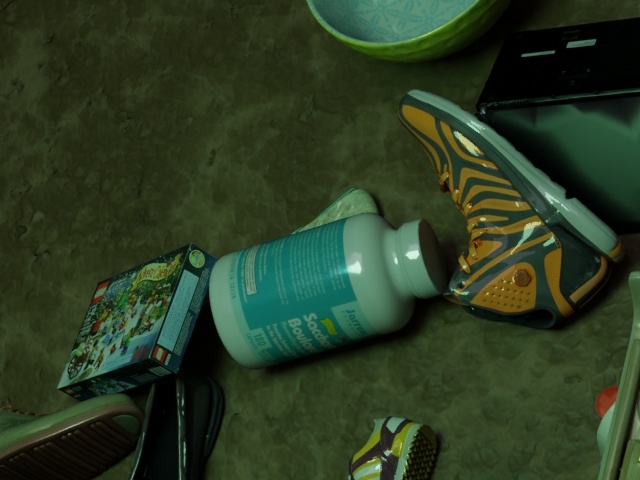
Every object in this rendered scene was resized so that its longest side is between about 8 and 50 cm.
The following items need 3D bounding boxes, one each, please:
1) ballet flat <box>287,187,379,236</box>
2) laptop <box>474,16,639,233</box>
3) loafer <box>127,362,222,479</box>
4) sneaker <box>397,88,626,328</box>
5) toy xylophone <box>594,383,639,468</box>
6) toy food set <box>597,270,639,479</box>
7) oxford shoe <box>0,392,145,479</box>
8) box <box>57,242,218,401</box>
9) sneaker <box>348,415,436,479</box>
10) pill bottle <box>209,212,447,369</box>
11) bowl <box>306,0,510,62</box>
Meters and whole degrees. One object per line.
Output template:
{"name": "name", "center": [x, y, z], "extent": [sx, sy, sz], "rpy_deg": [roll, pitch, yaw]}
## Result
{"name": "ballet flat", "center": [0.000, 0.000, 2.133], "extent": [0.168, 0.057, 0.052], "rpy_deg": [-39, 63, 4]}
{"name": "laptop", "center": [0.318, -0.138, 2.063], "extent": [0.234, 0.137, 0.264], "rpy_deg": [-4, 37, 26]}
{"name": "loafer", "center": [-0.195, 0.289, 2.054], "extent": [0.109, 0.095, 0.303], "rpy_deg": [-2, 64, 26]}
{"name": "sneaker", "center": [0.175, -0.025, 1.972], "extent": [0.321, 0.124, 0.180], "rpy_deg": [42, 92, 20]}
{"name": "toy xylophone", "center": [0.439, 0.164, 1.791], "extent": [0.322, 0.081, 0.236], "rpy_deg": [-40, 54, 3]}
{"name": "toy food set", "center": [0.379, 0.186, 1.702], "extent": [0.219, 0.092, 0.306], "rpy_deg": [6, 68, 28]}
{"name": "oxford shoe", "center": [-0.378, 0.248, 2.162], "extent": [0.348, 0.123, 0.130], "rpy_deg": [-22, 51, 15]}
{"name": "box", "center": [-0.228, 0.105, 2.129], "extent": [0.233, 0.044, 0.159], "rpy_deg": [-21, 44, 51]}
{"name": "sneaker", "center": [0.063, 0.287, 1.942], "extent": [0.084, 0.069, 0.185], "rpy_deg": [7, 62, 40]}
{"name": "pill bottle", "center": [0.012, 0.054, 2.039], "extent": [0.264, 0.146, 0.146], "rpy_deg": [-17, 58, 20]}
{"name": "bowl", "center": [0.140, -0.329, 2.171], "extent": [0.289, 0.156, 0.289], "rpy_deg": [-13, 59, 22]}
